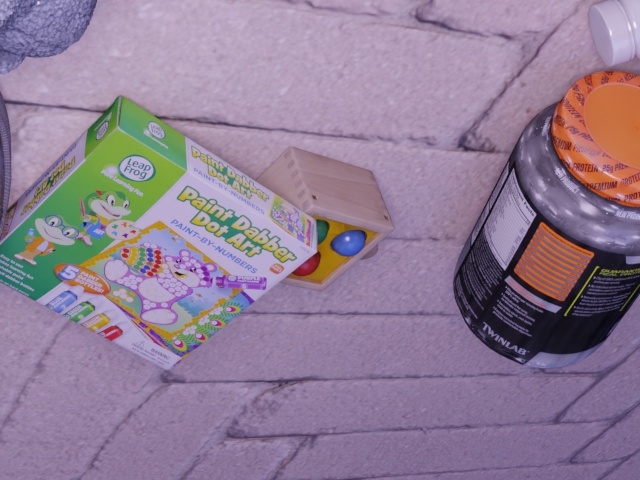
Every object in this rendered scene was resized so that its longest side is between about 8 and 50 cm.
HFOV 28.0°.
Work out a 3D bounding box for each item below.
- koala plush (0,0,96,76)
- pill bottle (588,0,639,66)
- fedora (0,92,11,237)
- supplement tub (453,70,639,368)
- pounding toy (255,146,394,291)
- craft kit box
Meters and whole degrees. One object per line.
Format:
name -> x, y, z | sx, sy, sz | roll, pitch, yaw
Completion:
koala plush -> -0.239, -0.194, 0.921 | 0.196, 0.203, 0.221 | -30, 159, 17
pill bottle -> 0.344, -0.226, 1.281 | 0.137, 0.078, 0.078 | -19, 149, -1
fedora -> -0.355, -0.045, 1.063 | 0.124, 0.243, 0.275 | 10, -178, 4
supplement tub -> 0.291, -0.019, 1.450 | 0.207, 0.207, 0.338 | -7, 147, -20
pounding toy -> -0.002, 0.006, 1.434 | 0.206, 0.094, 0.181 | 14, 135, -42
craft kit box -> -0.175, 0.003, 1.294 | 0.250, 0.061, 0.247 | 32, 123, -29
